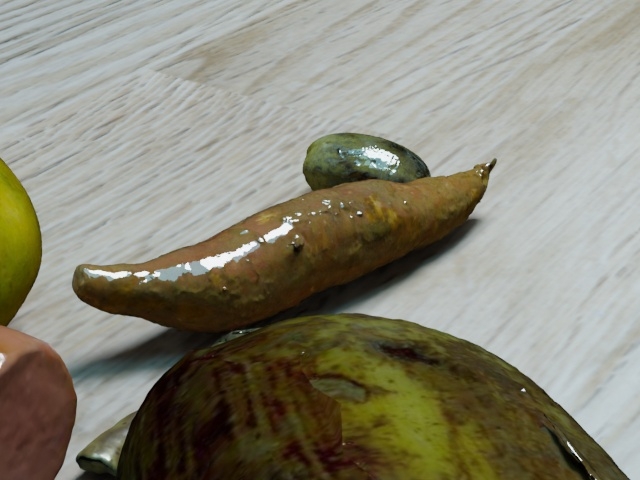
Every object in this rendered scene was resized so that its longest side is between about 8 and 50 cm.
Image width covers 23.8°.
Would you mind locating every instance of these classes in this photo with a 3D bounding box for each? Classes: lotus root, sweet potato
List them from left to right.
[{"bbox_3d":[0.000,0.000,0.911,0.314,0.066,0.072,-20,2,-33],"label":"sweet potato"},{"bbox_3d":[0.036,-0.045,1.021,0.099,0.049,0.054,16,29,16],"label":"lotus root"},{"bbox_3d":[0.028,0.149,0.498,0.179,0.195,0.397,2,26,-20],"label":"lotus root"}]

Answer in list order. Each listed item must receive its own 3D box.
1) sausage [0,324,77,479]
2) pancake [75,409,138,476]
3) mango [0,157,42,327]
[{"bbox_3d":[-0.256,0.072,0.737,0.259,0.113,0.113,10,30,18],"label":"sausage"},{"bbox_3d":[-0.027,0.119,0.741,0.191,0.020,0.184,0,29,-1],"label":"pancake"},{"bbox_3d":[-0.269,-0.015,0.874,0.255,0.139,0.175,17,38,15],"label":"mango"}]
